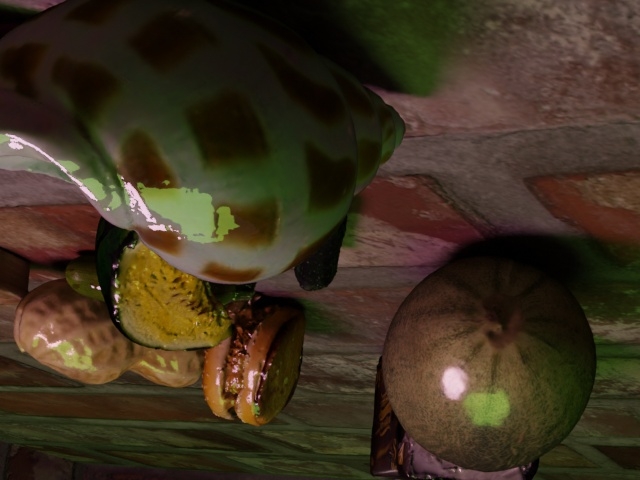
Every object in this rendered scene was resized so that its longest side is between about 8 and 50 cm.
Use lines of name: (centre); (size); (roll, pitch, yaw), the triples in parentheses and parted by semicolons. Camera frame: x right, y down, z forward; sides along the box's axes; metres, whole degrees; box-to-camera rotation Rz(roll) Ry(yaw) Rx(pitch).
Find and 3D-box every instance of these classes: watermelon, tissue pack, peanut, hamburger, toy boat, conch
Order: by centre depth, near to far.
conch: (-0.086, -0.084, 1.007); (0.249, 0.197, 0.368); (40, -170, 34)
watermelon: (-0.198, 0.045, 1.595); (0.129, 0.123, 0.301); (-17, 145, 2)
toy boat: (-0.495, 0.048, 1.832); (0.188, 0.061, 0.116); (-1, 163, 26)
peanut: (-0.278, 0.130, 1.851); (0.306, 0.146, 0.147); (6, 167, -39)
hamburger: (-0.095, 0.172, 1.897); (0.118, 0.181, 0.191); (18, 176, 19)
tissue pack: (0.192, 0.260, 1.963); (0.198, 0.209, 0.370); (4, 169, -6)

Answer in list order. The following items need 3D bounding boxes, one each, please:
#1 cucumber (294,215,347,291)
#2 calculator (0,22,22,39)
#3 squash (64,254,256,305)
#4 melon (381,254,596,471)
cucumber: (0.000, 0.000, 1.479); (0.052, 0.058, 0.214); (13, 161, 1)
calculator: (-0.208, -0.146, 1.121); (0.191, 0.034, 0.126); (3, 163, -8)
squash: (-0.212, 0.058, 1.742); (0.252, 0.066, 0.066); (5, 163, 2)
melon: (0.196, 0.141, 1.555); (0.249, 0.248, 0.329); (6, 156, 3)
